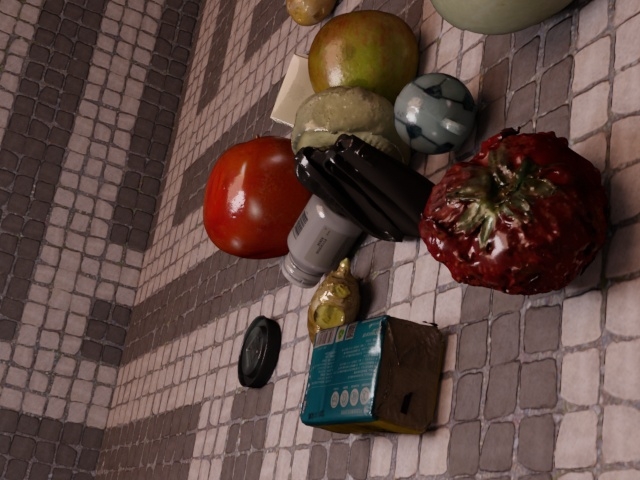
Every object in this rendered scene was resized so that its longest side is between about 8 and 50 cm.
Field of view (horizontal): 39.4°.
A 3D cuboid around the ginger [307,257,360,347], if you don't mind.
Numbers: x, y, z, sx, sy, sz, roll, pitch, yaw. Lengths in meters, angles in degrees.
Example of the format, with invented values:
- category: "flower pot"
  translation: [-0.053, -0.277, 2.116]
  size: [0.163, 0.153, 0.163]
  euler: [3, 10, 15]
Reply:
- category: "ginger"
  translation: [0.030, 0.138, 1.852]
  size: [0.157, 0.102, 0.216]
  euler: [-54, -18, -76]

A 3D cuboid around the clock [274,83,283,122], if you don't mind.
- category: "clock"
  translation: [-0.079, -0.397, 2.531]
  size: [0.188, 0.060, 0.148]
  euler: [29, 101, 67]

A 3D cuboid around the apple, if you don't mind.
- category: "apple"
  translation: [0.097, -0.376, 1.961]
  size: [0.246, 0.246, 0.226]
  euler: [-28, 64, 59]

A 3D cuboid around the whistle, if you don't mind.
- category: "whistle"
  translation: [0.201, -0.245, 1.673]
  size: [0.163, 0.163, 0.290]
  euler: [-66, 24, 14]

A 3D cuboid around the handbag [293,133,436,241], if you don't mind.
- category: "handbag"
  translation: [0.086, -0.102, 1.708]
  size: [0.113, 0.257, 0.285]
  euler: [-57, 19, -10]

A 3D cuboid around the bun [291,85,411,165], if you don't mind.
- category: "bun"
  translation: [0.067, -0.225, 1.836]
  size: [0.259, 0.259, 0.152]
  euler: [-29, 48, 58]

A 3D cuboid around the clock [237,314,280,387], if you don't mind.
- category: "clock"
  translation: [-0.154, 0.280, 2.236]
  size: [0.184, 0.040, 0.184]
  euler: [-48, 33, 46]

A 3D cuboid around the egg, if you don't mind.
- category: "egg"
  translation: [0.306, -0.484, 1.455]
  size: [0.336, 0.278, 0.278]
  euler: [-33, 45, 52]

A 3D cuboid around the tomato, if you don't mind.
- category: "tomato"
  translation: [-0.136, -0.104, 2.185]
  size: [0.325, 0.293, 0.290]
  euler: [-26, 64, 53]

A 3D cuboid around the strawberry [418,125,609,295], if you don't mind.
- category: "strawberry"
  translation: [0.283, -0.025, 1.283]
  size: [0.274, 0.220, 0.274]
  euler: [-16, 46, 18]

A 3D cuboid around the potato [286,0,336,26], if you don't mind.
- category: "potato"
  translation: [-0.013, -0.712, 2.515]
  size: [0.150, 0.146, 0.234]
  euler: [19, 74, 26]

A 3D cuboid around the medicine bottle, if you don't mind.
- category: "medicine bottle"
  translation: [0.000, 0.000, 1.971]
  size: [0.215, 0.135, 0.135]
  euler: [-58, 27, 30]

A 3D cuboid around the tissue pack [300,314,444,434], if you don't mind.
- category: "tissue pack"
  translation: [0.089, 0.246, 1.595]
  size: [0.271, 0.134, 0.192]
  euler: [-22, 54, 61]

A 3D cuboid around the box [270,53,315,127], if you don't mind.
- category: "box"
  translation: [-0.017, -0.345, 2.169]
  size: [0.168, 0.095, 0.212]
  euler: [-67, -19, 7]
